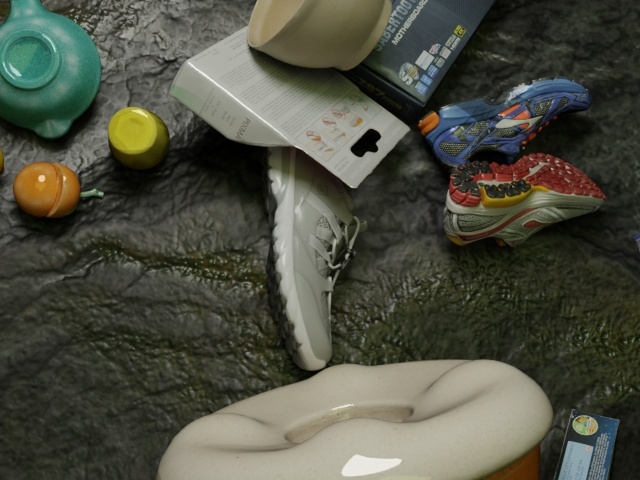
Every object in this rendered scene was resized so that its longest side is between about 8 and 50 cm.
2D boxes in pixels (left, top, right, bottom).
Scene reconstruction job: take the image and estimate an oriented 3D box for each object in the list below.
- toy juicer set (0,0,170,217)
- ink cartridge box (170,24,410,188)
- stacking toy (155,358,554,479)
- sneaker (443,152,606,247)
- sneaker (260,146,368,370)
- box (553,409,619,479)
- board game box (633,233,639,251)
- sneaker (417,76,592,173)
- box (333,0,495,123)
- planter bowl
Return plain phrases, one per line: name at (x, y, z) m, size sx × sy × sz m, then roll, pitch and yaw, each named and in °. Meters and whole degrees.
toy juicer set at (-0.342, -0.168, 0.923) m, size 0.209 × 0.089 × 0.329 m, roll -41°, pitch 92°, yaw -5°
ink cartridge box at (-0.028, -0.146, 0.938) m, size 0.225 × 0.056 × 0.181 m, roll 39°, pitch 39°, yaw 2°
stacking toy at (0.068, 0.365, 0.744) m, size 0.351 × 0.350 × 0.479 m, roll -12°, pitch 91°, yaw -13°
sneaker at (0.236, -0.045, 0.985) m, size 0.225 × 0.092 × 0.088 m, roll -5°, pitch 40°, yaw -25°
sneaker at (0.000, 0.000, 0.912) m, size 0.115 × 0.105 × 0.281 m, roll -1°, pitch 73°, yaw -10°
box at (0.236, 0.294, 0.781) m, size 0.044 × 0.233 × 0.159 m, roll 9°, pitch 45°, yaw 23°
board game box at (0.445, 0.021, 1.026) m, size 0.090 × 0.020 × 0.090 m, roll -18°, pitch 77°, yaw -15°
sneaker at (0.229, -0.138, 1.016) m, size 0.221 × 0.083 × 0.087 m, roll -17°, pitch 90°, yaw -8°
box at (0.103, -0.288, 1.041) m, size 0.183 × 0.059 × 0.232 m, roll 34°, pitch 71°, yaw 3°
planter bowl at (0.008, -0.255, 0.919) m, size 0.109 × 0.162 × 0.162 m, roll 29°, pitch 69°, yaw -27°
